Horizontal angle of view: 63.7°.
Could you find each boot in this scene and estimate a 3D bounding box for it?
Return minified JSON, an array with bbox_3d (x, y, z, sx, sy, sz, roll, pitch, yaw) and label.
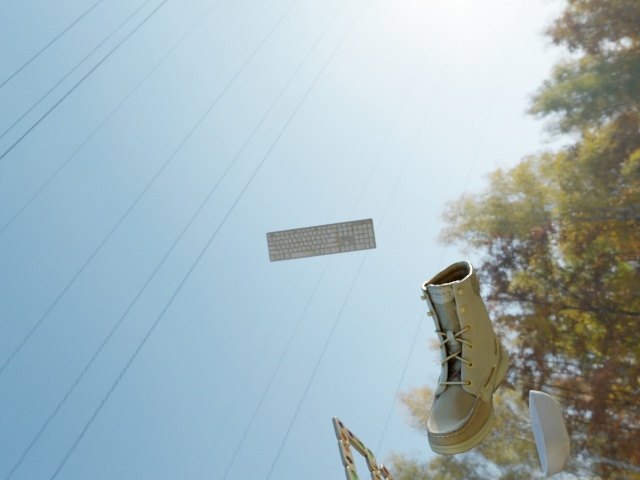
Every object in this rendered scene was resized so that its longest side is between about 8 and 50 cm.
[{"bbox_3d":[0.202,0.163,0.774,0.262,0.095,0.203,-37,-69,-48],"label":"boot"}]

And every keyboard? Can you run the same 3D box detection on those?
[{"bbox_3d":[0.000,0.000,1.211,0.014,0.256,0.072,18,-115,-80],"label":"keyboard"}]

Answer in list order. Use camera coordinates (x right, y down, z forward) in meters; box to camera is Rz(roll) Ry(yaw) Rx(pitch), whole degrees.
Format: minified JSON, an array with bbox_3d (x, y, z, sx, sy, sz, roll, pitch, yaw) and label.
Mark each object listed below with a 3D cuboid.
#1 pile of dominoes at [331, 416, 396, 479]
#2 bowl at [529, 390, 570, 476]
[{"bbox_3d":[0.110,0.403,0.804,0.040,0.251,0.196,-39,-69,6],"label":"pile of dominoes"},{"bbox_3d":[0.470,0.394,1.056,0.141,0.053,0.142,-83,-20,-48],"label":"bowl"}]
